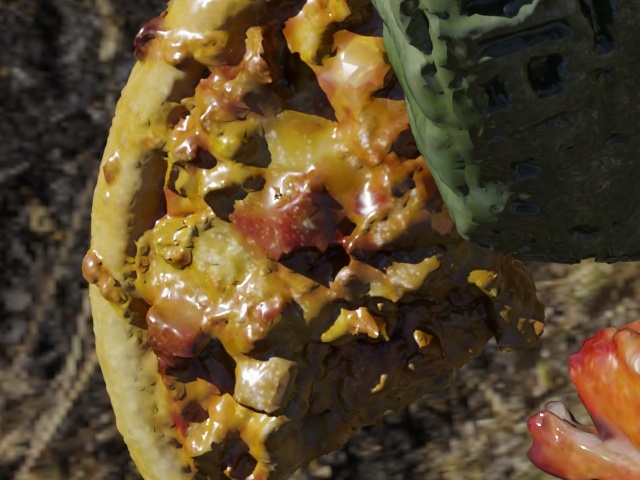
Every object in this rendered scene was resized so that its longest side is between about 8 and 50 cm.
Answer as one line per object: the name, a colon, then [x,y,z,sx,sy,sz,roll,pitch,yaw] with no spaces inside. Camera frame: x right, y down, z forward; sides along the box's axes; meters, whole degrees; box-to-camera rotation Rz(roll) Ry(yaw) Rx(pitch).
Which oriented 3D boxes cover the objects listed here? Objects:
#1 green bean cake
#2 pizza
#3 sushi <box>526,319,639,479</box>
green bean cake: [0.128,-0.108,0.694,0.223,0.227,0.125,-21,47,2]
pizza: [0.000,0.000,0.909,0.226,0.086,0.335,17,108,9]
sushi: [0.196,-0.007,0.372,0.332,0.130,0.124,-24,56,0]
